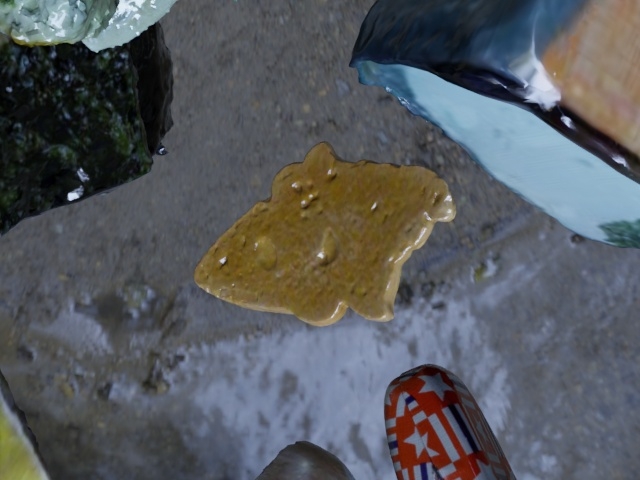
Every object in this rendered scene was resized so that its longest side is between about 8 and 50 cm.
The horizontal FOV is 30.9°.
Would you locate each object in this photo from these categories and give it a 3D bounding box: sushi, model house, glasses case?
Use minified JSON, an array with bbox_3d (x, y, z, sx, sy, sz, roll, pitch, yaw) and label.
[{"bbox_3d":[-0.254,-0.109,0.860,0.211,0.350,0.171,20,123,32],"label":"sushi"},{"bbox_3d":[0.192,-0.152,0.621,0.253,0.184,0.291,28,91,-29],"label":"model house"},{"bbox_3d":[0.079,0.152,0.540,0.049,0.194,0.073,-29,156,13],"label":"glasses case"}]

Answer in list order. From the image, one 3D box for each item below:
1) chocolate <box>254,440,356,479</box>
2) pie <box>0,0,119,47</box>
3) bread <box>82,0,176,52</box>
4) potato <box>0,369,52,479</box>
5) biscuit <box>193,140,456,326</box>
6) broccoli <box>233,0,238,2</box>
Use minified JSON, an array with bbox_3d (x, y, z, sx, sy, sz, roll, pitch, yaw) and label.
[{"bbox_3d":[0.011,0.300,1.003,0.080,0.157,0.254,10,134,37],"label":"chocolate"},{"bbox_3d":[-0.222,-0.178,0.499,0.302,0.302,0.067,27,101,-16],"label":"pie"},{"bbox_3d":[-0.121,-0.206,0.662,0.112,0.036,0.193,-16,122,7],"label":"bread"},{"bbox_3d":[-0.322,0.138,0.502,0.290,0.296,0.397,12,136,11],"label":"potato"},{"bbox_3d":[0.000,0.000,0.979,0.250,0.162,0.035,-17,161,24],"label":"biscuit"},{"bbox_3d":[-0.206,-0.366,1.257,0.375,0.302,0.249,14,159,-21],"label":"broccoli"}]
